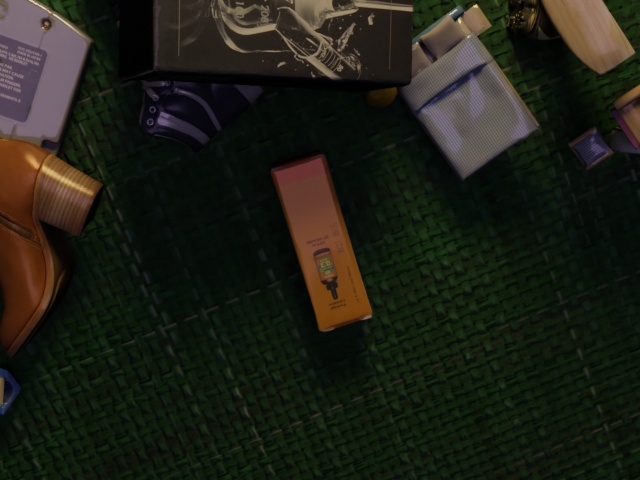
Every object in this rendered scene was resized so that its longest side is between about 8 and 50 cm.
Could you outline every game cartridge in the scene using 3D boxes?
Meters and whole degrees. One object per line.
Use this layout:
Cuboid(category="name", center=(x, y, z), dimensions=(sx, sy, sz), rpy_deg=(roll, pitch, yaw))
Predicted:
Cuboid(category="game cartridge", center=(-0.452, -0.241, 1.241), dimensions=(0.294, 0.060, 0.196), rpy_deg=(19, 100, -9))

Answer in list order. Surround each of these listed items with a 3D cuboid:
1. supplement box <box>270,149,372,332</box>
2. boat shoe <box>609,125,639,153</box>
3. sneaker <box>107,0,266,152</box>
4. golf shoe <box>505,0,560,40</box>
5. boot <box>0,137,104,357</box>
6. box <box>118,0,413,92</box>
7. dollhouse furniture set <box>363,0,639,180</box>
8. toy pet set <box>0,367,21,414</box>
Cuboid(category="supplement box", center=(0.000, 0.000, 1.313), dimensions=(0.078, 0.080, 0.233), rpy_deg=(-17, 99, -2))
Cuboid(category="boat shoe", center=(0.539, -0.175, 1.316), dimensions=(0.306, 0.113, 0.105), rpy_deg=(-6, 104, -5))
Cuboid(category="sneaker", center=(-0.221, -0.236, 1.241), dimensions=(0.282, 0.099, 0.153), rpy_deg=(41, 91, -13))
Cuboid(category="golf shoe", center=(0.312, -0.365, 1.289), dimensions=(0.094, 0.077, 0.198), rpy_deg=(7, 109, -10))
Cuboid(category="boot", center=(-0.426, -0.002, 1.248), dimensions=(0.220, 0.109, 0.283), rpy_deg=(24, 114, -4))
Cuboid(category="box", center=(-0.064, -0.354, 1.135), dimensions=(0.312, 0.179, 0.343), rpy_deg=(-2, 96, -24))
Cuboid(category="dollhouse furniture set", center=(0.236, -0.165, 1.198), dimensions=(0.303, 0.198, 0.286), rpy_deg=(-33, 93, 19))
Cuboid(category="toy pet set", center=(-0.470, 0.186, 1.317), dimensions=(0.114, 0.065, 0.122), rpy_deg=(9, 97, 28))
